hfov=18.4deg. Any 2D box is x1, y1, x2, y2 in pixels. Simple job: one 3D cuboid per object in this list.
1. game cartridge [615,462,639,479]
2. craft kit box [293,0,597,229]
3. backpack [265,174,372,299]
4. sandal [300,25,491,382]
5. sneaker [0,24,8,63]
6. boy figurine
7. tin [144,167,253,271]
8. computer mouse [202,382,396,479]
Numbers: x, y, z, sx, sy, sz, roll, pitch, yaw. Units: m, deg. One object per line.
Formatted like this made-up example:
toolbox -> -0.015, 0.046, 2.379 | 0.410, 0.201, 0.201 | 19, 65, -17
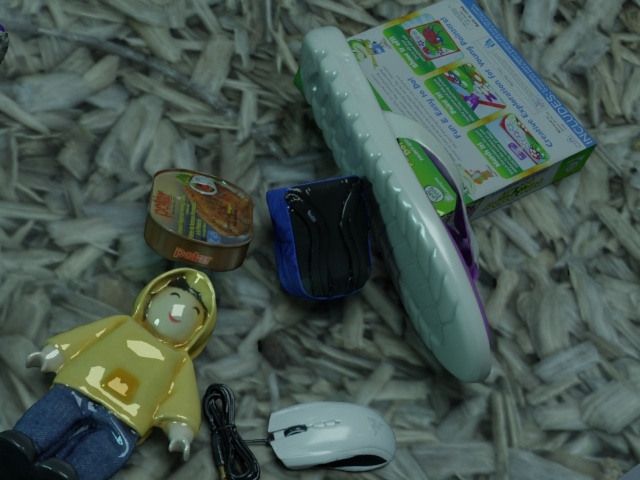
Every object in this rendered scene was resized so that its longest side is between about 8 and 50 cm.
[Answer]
game cartridge -> 0.418, 0.294, 1.973 | 0.355, 0.068, 0.230 | -28, 72, -34
craft kit box -> 0.140, -0.142, 2.197 | 0.247, 0.061, 0.250 | -22, 65, -35
backpack -> 0.000, 0.000, 2.011 | 0.098, 0.101, 0.120 | -12, 92, -20
sandal -> 0.099, -0.055, 2.013 | 0.102, 0.169, 0.416 | -22, 71, -13
sneaker -> -0.466, -0.215, 1.995 | 0.293, 0.102, 0.146 | -11, 59, -27
boy figurine -> -0.180, 0.137, 1.847 | 0.177, 0.092, 0.285 | 35, 53, 11
tin -> -0.123, -0.021, 1.968 | 0.106, 0.040, 0.189 | 19, 20, -9
computer mouse -> -0.013, 0.184, 1.903 | 0.193, 0.042, 0.106 | -1, 54, -21
